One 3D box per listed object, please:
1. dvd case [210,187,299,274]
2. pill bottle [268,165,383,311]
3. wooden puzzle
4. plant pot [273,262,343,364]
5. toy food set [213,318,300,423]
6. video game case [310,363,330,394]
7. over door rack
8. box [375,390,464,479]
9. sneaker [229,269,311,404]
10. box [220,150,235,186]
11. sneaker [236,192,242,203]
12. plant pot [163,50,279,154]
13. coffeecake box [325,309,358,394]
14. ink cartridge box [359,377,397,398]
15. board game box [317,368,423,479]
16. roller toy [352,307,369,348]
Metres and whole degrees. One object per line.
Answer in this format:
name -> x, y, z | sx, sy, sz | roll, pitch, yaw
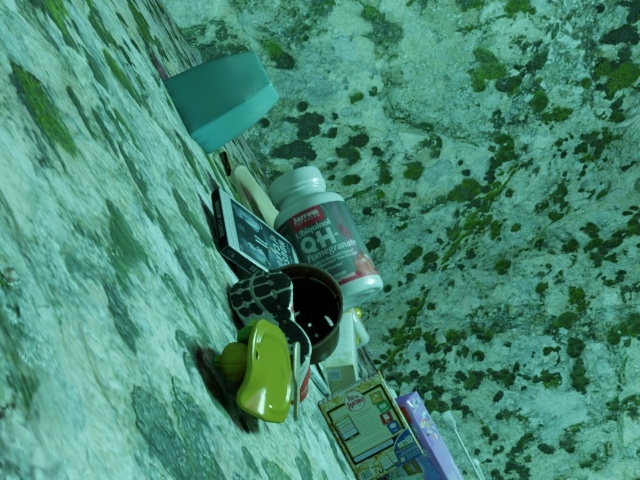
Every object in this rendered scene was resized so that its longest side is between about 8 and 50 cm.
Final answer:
dvd case -> -0.120, 0.017, 1.516 | 0.239, 0.029, 0.179 | 38, 22, -38
pill bottle -> 0.000, 0.000, 1.716 | 0.176, 0.176, 0.318 | 54, 11, -74
wooden puzzle -> -0.116, 0.037, 1.796 | 0.322, 0.081, 0.347 | 56, 11, -50
plant pot -> -0.032, 0.149, 1.408 | 0.165, 0.167, 0.167 | 74, -10, -65
toy food set -> -0.087, 0.178, 0.999 | 0.218, 0.071, 0.128 | 51, 35, -68
video game case -> -0.034, 0.256, 1.725 | 0.143, 0.019, 0.157 | 59, 4, -46
over door rack -> 0.269, 0.576, 1.839 | 0.324, 0.240, 0.108 | 62, 4, -17
box -> 0.191, 0.494, 1.672 | 0.057, 0.201, 0.293 | -30, 93, -53
sneaker -> -0.081, 0.155, 1.239 | 0.279, 0.107, 0.118 | -110, -169, -53
box -> -0.228, -0.150, 2.230 | 0.201, 0.021, 0.164 | 61, 2, -34
sneaker -> -0.162, -0.063, 1.997 | 0.094, 0.081, 0.208 | 50, -10, 40
plant pot -> -0.236, -0.361, 1.906 | 0.165, 0.234, 0.165 | 62, 2, 12
coffeecake box -> 0.052, 0.269, 1.797 | 0.185, 0.068, 0.142 | -90, 172, -49
ink cartridge box -> 0.185, 0.482, 2.128 | 0.224, 0.045, 0.223 | 23, 18, -20
board game box -> 0.104, 0.389, 1.581 | 0.193, 0.147, 0.045 | 62, 2, 0
roller toy -> 0.055, 0.244, 2.255 | 0.191, 0.146, 0.209 | 62, 3, 15
